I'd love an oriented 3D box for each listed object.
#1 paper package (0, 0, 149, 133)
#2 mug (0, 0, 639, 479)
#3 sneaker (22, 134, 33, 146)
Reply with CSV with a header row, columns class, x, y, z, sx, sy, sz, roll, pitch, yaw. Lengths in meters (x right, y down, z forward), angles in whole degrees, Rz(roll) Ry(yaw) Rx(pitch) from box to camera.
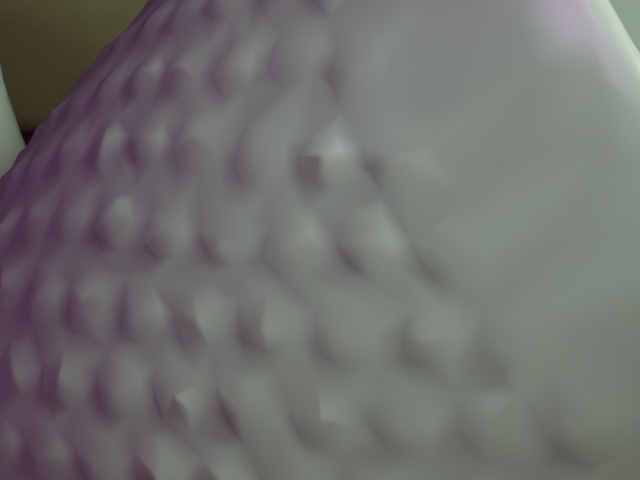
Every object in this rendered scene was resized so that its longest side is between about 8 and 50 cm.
class,x,y,z,sx,sy,sz,roll,pitch,yaw
paper package,-0.100,-0.207,0.745,0.309,0.325,0.168,1,47,3
mug,0.000,0.000,0.563,0.328,0.276,0.374,-37,80,29
sneaker,-0.158,-0.023,0.887,0.116,0.136,0.314,-27,44,27
